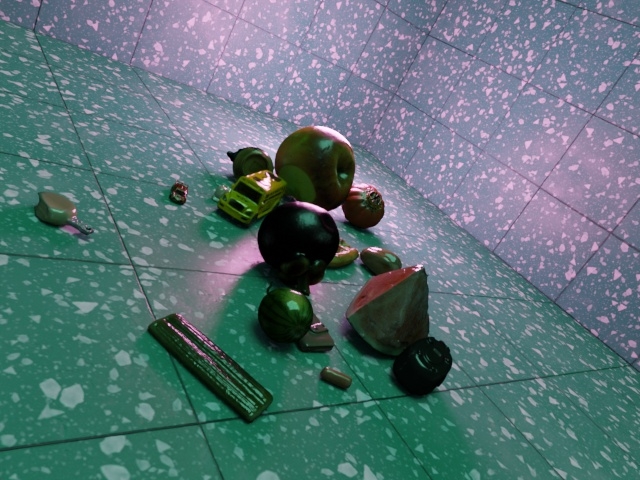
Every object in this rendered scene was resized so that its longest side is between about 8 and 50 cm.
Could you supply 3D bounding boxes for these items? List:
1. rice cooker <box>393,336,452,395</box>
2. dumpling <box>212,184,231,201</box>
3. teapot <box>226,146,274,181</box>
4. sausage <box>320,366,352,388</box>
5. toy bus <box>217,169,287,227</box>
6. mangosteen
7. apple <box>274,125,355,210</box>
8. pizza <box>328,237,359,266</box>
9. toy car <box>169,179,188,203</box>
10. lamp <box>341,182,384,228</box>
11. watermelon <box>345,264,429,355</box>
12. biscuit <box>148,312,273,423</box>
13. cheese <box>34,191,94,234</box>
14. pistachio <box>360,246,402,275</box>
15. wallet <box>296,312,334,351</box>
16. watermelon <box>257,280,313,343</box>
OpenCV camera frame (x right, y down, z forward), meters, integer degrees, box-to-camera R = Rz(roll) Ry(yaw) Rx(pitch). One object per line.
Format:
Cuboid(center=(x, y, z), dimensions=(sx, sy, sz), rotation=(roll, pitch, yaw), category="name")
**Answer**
Cuboid(center=(0.296, 0.357, 1.449), dimensions=(0.142, 0.118, 0.203), rotation=(45, 34, 17), category="rice cooker")
Cuboid(center=(-0.367, -0.173, 1.894), dimensions=(0.057, 0.052, 0.076), rotation=(26, 22, 4), category="dumpling")
Cuboid(center=(-0.284, -0.303, 2.173), dimensions=(0.270, 0.173, 0.183), rotation=(33, -6, -19), category="teapot")
Cuboid(center=(0.040, 0.345, 1.272), dimensions=(0.083, 0.034, 0.034), rotation=(25, 22, -8), category="sausage")
Cuboid(center=(-0.247, -0.168, 1.901), dimensions=(0.144, 0.152, 0.330), rotation=(33, 21, 5), category="toy bus")
Cuboid(center=(-0.066, 0.030, 1.604), dimensions=(0.275, 0.275, 0.301), rotation=(10, 64, -41), category="mangosteen")
Cuboid(center=(-0.036, -0.319, 2.275), dimensions=(0.375, 0.383, 0.374), rotation=(5, 7, -1), category="apple")
Cuboid(center=(0.000, 0.000, 1.941), dimensions=(0.288, 0.075, 0.280), rotation=(36, 21, 15), category="pizza")
Cuboid(center=(-0.488, -0.166, 1.748), dimensions=(0.059, 0.035, 0.122), rotation=(25, 20, -21), category="toy car")
Cuboid(center=(0.203, -0.163, 2.401), dimensions=(0.224, 0.197, 0.223), rotation=(13, 64, -28), category="lamp")
Cuboid(center=(0.195, 0.184, 1.553), dimensions=(0.251, 0.292, 0.283), rotation=(18, 14, 35), category="watermelon")
Cuboid(center=(-0.240, 0.263, 1.100), dimensions=(0.323, 0.038, 0.099), rotation=(37, 25, 18), category="biscuit")
Cuboid(center=(-0.659, -0.065, 1.288), dimensions=(0.171, 0.047, 0.092), rotation=(39, 24, 22), category="cheese")
Cuboid(center=(0.241, 0.087, 2.015), dimensions=(0.186, 0.108, 0.126), rotation=(32, -11, 16), category="pistachio")
Cuboid(center=(-0.034, 0.245, 1.399), dimensions=(0.118, 0.038, 0.152), rotation=(8, 29, -40), category="wallet")
Cuboid(center=(-0.098, 0.183, 1.318), dimensions=(0.141, 0.140, 0.187), rotation=(16, 15, -31), category="watermelon")
